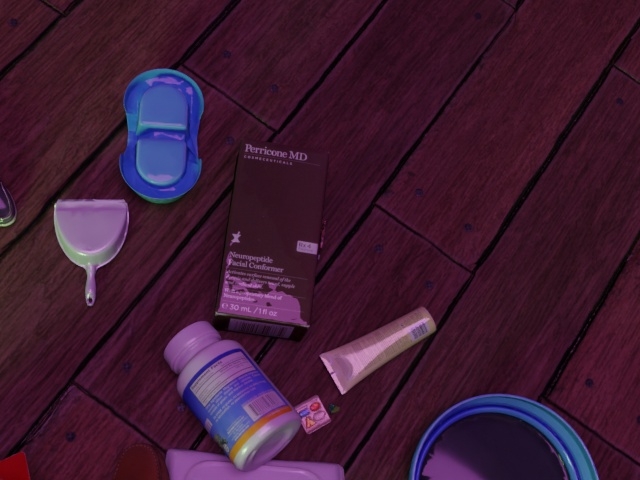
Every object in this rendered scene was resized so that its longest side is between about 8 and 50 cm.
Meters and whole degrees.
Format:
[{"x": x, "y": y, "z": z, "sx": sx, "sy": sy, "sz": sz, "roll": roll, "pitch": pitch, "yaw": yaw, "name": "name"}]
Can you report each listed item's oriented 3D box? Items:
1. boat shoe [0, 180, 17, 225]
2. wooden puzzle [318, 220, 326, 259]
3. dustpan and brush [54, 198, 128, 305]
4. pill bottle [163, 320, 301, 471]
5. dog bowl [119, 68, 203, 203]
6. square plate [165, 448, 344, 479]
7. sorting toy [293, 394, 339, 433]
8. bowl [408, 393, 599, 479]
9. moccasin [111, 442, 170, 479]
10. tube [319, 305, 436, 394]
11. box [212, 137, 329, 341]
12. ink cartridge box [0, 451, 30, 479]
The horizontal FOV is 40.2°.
[{"x": -0.681, "y": -0.119, "z": 1.749, "sx": 0.075, "sy": 0.065, "sz": 0.206, "roll": -32, "pitch": 80, "yaw": -19, "name": "boat shoe"}, {"x": 0.000, "y": 0.000, "z": 1.843, "sx": 0.006, "sy": 0.049, "sz": 0.083, "roll": 11, "pitch": 69, "yaw": -8, "name": "wooden puzzle"}, {"x": -0.461, "y": 0.024, "z": 1.754, "sx": 0.147, "sy": 0.060, "sz": 0.211, "roll": 0, "pitch": 65, "yaw": -9, "name": "dustpan and brush"}, {"x": -0.174, "y": 0.285, "z": 1.646, "sx": 0.152, "sy": 0.152, "sz": 0.272, "roll": -35, "pitch": 64, "yaw": -19, "name": "pill bottle"}, {"x": -0.333, "y": -0.213, "z": 1.842, "sx": 0.166, "sy": 0.074, "sz": 0.297, "roll": 3, "pitch": 71, "yaw": -10, "name": "dog bowl"}, {"x": -0.119, "y": 0.529, "z": 1.568, "sx": 0.347, "sy": 0.049, "sz": 0.344, "roll": 7, "pitch": 44, "yaw": -8, "name": "square plate"}, {"x": -0.005, "y": 0.341, "z": 1.747, "sx": 0.083, "sy": 0.012, "sz": 0.062, "roll": -27, "pitch": 78, "yaw": -17, "name": "sorting toy"}, {"x": 0.358, "y": 0.502, "z": 1.726, "sx": 0.391, "sy": 0.077, "sz": 0.391, "roll": 3, "pitch": 71, "yaw": -9, "name": "bowl"}, {"x": -0.350, "y": 0.506, "z": 1.469, "sx": 0.139, "sy": 0.147, "sz": 0.380, "roll": -7, "pitch": 43, "yaw": 24, "name": "moccasin"}, {"x": 0.122, "y": 0.216, "z": 1.794, "sx": 0.240, "sy": 0.062, "sz": 0.070, "roll": -29, "pitch": 35, "yaw": -13, "name": "tube"}, {"x": -0.099, "y": -0.001, "z": 1.781, "sx": 0.191, "sy": 0.143, "sz": 0.381, "roll": 8, "pitch": 69, "yaw": -7, "name": "box"}, {"x": -0.624, "y": 0.514, "z": 1.429, "sx": 0.309, "sy": 0.130, "sz": 0.271, "roll": -25, "pitch": 62, "yaw": 7, "name": "ink cartridge box"}]
